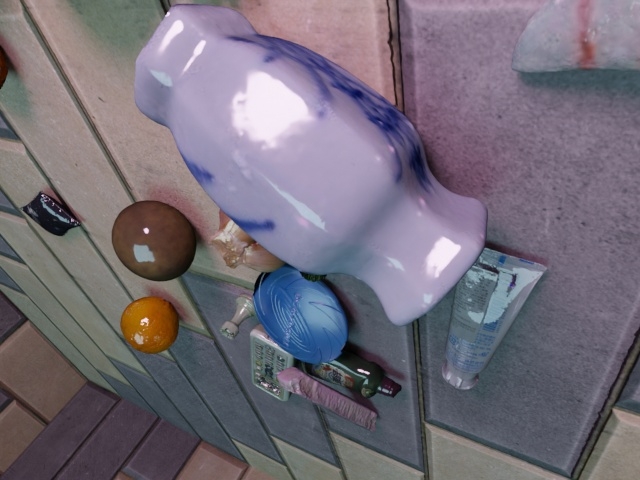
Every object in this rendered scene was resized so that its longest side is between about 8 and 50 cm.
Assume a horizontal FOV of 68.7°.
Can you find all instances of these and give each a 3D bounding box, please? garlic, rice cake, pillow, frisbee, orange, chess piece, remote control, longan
[{"bbox_3d":[-0.125,-0.014,0.864,0.124,0.099,0.174,-20,124,27],"label":"garlic"},{"bbox_3d":[0.031,0.394,1.147,0.073,0.056,0.365,5,153,46],"label":"rice cake"},{"bbox_3d":[-0.772,-0.071,1.338,0.208,0.055,0.141,-14,130,47],"label":"pillow"},{"bbox_3d":[-0.053,0.164,0.985,0.242,0.045,0.242,15,121,27],"label":"frisbee"},{"bbox_3d":[-0.503,0.250,1.393,0.177,0.155,0.177,58,-178,-3],"label":"orange"},{"bbox_3d":[-0.196,0.185,1.124,0.067,0.103,0.067,22,141,19],"label":"chess piece"},{"bbox_3d":[-0.126,0.332,1.267,0.128,0.065,0.335,24,142,11],"label":"remote control"},{"bbox_3d":[-0.356,0.000,1.000,0.205,0.159,0.184,17,142,45],"label":"longan"}]

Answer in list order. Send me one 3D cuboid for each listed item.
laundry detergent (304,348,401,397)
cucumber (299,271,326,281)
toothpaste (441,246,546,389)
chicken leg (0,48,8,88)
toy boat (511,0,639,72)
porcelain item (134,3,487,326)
[{"bbox_3d":[0.076,0.305,1.071,0.222,0.078,0.144,20,143,17],"label":"laundry detergent"},{"bbox_3d":[-0.001,0.000,0.802,0.058,0.058,0.187,28,143,10],"label":"cucumber"},{"bbox_3d":[0.252,0.127,0.745,0.114,0.073,0.299,20,134,21],"label":"toothpaste"},{"bbox_3d":[-0.729,-0.385,0.932,0.305,0.093,0.113,30,127,21],"label":"chicken leg"},{"bbox_3d":[0.293,-0.180,0.365,0.282,0.096,0.206,20,136,40],"label":"toy boat"},{"bbox_3d":[-0.005,-0.098,0.552,0.405,0.242,0.178,40,122,0],"label":"porcelain item"}]
